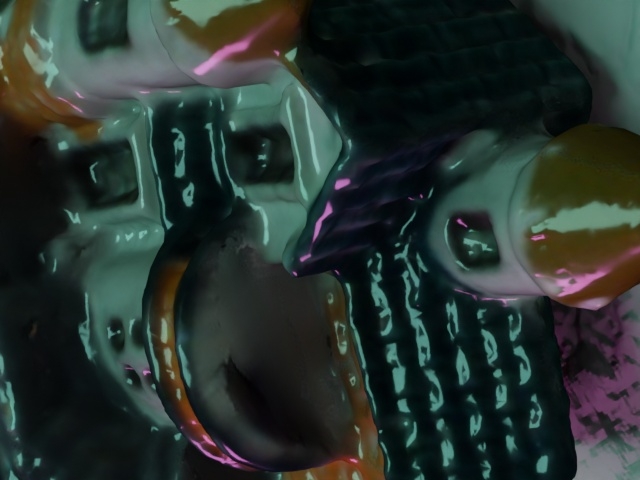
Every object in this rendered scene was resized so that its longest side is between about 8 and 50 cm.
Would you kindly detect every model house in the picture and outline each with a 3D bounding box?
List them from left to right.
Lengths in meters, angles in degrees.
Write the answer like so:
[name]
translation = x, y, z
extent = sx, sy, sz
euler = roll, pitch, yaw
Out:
[model house]
translation = 0.000, 0.000, 0.712
extent = 0.301, 0.190, 0.271
euler = -6, 94, 54
